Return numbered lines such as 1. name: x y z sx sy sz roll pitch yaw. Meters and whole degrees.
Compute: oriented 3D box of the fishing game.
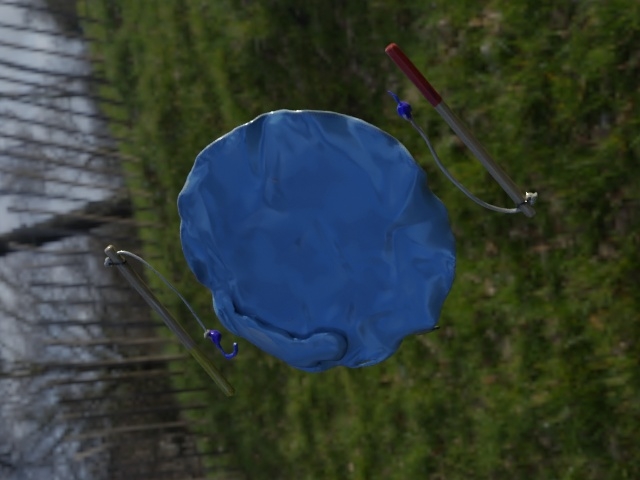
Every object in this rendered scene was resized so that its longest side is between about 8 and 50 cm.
1. fishing game: 0.000 0.000 0.739 0.189 0.264 0.041 47 -153 -11
